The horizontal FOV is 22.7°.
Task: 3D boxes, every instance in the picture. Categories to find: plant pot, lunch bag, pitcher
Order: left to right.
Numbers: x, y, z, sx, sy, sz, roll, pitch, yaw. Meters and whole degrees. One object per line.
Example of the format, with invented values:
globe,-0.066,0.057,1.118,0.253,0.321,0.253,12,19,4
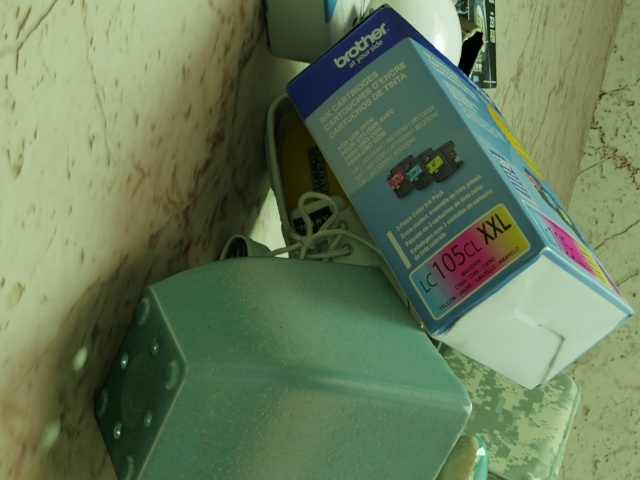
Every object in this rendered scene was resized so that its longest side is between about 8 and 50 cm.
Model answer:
plant pot,-0.059,0.157,1.460,0.247,0.252,0.248,-63,-149,20
pitcher,0.113,-0.301,2.022,0.178,0.125,0.207,-78,161,-61
lunch bag,0.176,0.300,2.004,0.305,0.212,0.256,-57,167,-60

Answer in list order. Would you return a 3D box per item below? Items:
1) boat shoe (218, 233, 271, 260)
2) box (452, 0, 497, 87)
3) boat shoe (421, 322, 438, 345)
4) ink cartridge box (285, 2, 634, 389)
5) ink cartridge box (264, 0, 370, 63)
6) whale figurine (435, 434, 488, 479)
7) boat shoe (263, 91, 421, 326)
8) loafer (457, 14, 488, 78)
boat shoe,-0.101,0.102,1.693,0.076,0.083,0.226,42,49,-59
box,0.200,-0.293,2.304,0.180,0.077,0.147,-12,101,-71
boat shoe,0.067,0.112,2.070,0.223,0.073,0.080,29,80,-39
ink cartridge box,0.131,-0.064,1.657,0.151,0.395,0.270,-39,149,13
ink cartridge box,0.008,-0.304,1.722,0.140,0.082,0.191,83,27,-47
whale figurine,0.096,0.239,1.557,0.272,0.141,0.216,-10,-112,61
boat shoe,0.008,-0.004,1.698,0.156,0.135,0.367,39,36,-59
loafer,0.142,-0.142,2.152,0.134,0.130,0.366,-3,103,-59
